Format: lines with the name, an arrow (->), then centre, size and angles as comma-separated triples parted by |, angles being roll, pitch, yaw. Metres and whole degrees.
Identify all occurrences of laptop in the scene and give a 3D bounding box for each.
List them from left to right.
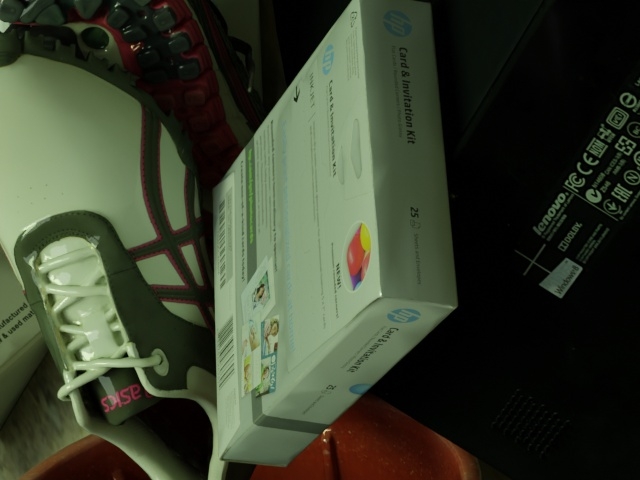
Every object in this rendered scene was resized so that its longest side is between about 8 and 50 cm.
laptop -> 0.160, -0.096, 0.861 | 0.408, 0.236, 0.382 | 32, 135, 3

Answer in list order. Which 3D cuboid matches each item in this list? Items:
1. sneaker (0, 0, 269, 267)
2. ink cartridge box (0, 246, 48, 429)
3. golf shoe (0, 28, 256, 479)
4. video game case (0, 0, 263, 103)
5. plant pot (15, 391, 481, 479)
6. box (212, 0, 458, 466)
sneaker -> -0.064, -0.054, 1.056 | 0.121, 0.112, 0.299 | -14, 126, 13
ink cartridge box -> -0.329, 0.028, 1.375 | 0.278, 0.117, 0.201 | 42, 138, 5
golf shoe -> -0.097, 0.019, 0.970 | 0.105, 0.120, 0.273 | -22, 124, 20
video game case -> -0.103, -0.066, 1.108 | 0.019, 0.143, 0.157 | -117, 24, -67
plant pot -> -0.030, 0.258, 1.065 | 0.272, 0.272, 0.265 | 15, 124, 48
box -> 0.000, 0.000, 0.881 | 0.186, 0.038, 0.145 | 129, 143, -55
